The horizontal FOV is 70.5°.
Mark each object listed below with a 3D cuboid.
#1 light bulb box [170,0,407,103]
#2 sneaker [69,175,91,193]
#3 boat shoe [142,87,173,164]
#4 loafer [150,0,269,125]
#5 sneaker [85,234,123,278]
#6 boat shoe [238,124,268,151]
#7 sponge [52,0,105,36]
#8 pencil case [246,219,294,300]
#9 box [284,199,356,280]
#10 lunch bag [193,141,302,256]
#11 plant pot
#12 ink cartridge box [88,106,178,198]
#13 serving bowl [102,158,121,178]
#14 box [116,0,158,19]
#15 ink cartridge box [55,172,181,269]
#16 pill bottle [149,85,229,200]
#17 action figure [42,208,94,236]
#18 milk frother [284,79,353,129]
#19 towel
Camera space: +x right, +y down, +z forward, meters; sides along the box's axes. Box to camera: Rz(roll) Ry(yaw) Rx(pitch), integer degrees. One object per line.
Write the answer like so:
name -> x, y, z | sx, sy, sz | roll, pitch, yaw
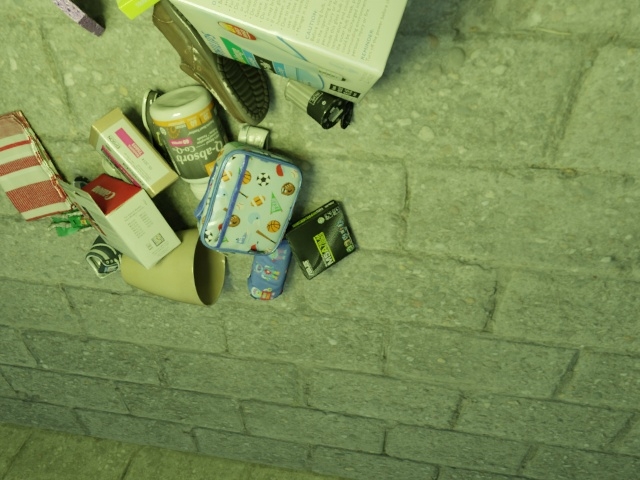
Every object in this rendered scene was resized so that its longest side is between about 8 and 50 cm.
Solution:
light bulb box -> -0.041, -0.443, 0.847 | 0.361, 0.358, 0.225 | 18, 98, -4
sneaker -> -0.751, -0.113, 1.477 | 0.083, 0.071, 0.190 | -15, 106, 37
boat shoe -> -0.436, -0.309, 1.248 | 0.069, 0.081, 0.227 | 14, 138, 4
loafer -> -0.262, -0.436, 1.094 | 0.130, 0.134, 0.366 | -15, 116, 46
sneaker -> -0.658, 0.081, 1.561 | 0.282, 0.153, 0.099 | 27, 129, -11
boat shoe -> -0.181, -0.195, 1.279 | 0.084, 0.095, 0.258 | 11, 131, 8
sponge -> -0.565, -0.527, 1.021 | 0.117, 0.210, 0.031 | 43, 91, -21
pencil case -> -0.162, 0.062, 1.469 | 0.133, 0.119, 0.306 | 18, 130, -1
box -> 0.000, 0.000, 1.372 | 0.184, 0.045, 0.190 | -32, 125, -14
lunch bag -> -0.199, -0.098, 1.212 | 0.243, 0.115, 0.303 | 11, 112, -29
plant pot -> -0.481, 0.080, 1.453 | 0.274, 0.256, 0.256 | 1, 129, 9
ink cartridge box -> -0.520, -0.226, 1.251 | 0.234, 0.088, 0.193 | 51, 157, -16
serving bowl -> -0.619, -0.231, 1.380 | 0.083, 0.027, 0.083 | 6, 130, 7
box -> -0.356, -0.562, 0.956 | 0.178, 0.109, 0.042 | -28, 161, 10
ink cartridge box -> -0.595, -0.088, 1.325 | 0.309, 0.130, 0.272 | 19, 144, 42
pill bottle -> -0.326, -0.253, 1.212 | 0.162, 0.162, 0.278 | -3, 132, 14
action figure -> -0.820, -0.070, 1.536 | 0.232, 0.063, 0.137 | -3, 125, 9
milk frother -> 0.006, -0.343, 1.126 | 0.135, 0.129, 0.143 | 43, 168, 20
towel -> -0.937, -0.219, 1.416 | 0.237, 0.037, 0.329 | -9, 117, 21
